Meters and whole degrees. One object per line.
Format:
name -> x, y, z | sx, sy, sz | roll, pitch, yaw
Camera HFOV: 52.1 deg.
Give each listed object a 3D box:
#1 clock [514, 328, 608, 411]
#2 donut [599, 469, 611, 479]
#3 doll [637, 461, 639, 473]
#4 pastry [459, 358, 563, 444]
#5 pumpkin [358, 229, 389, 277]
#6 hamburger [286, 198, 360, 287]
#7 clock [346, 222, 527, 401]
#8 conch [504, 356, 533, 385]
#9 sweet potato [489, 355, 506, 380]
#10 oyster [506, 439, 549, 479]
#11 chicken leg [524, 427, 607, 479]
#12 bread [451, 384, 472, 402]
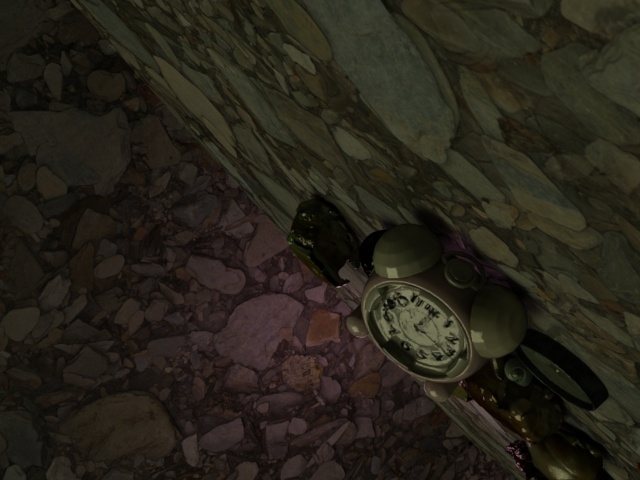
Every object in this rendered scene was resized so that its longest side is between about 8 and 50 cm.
clock -> 0.507, 0.279, 1.398 | 0.215, 0.042, 0.215 | 43, 171, 9
donut -> 0.772, 0.708, 2.010 | 0.270, 0.103, 0.269 | 43, 169, 10
doll -> 0.690, 0.470, 1.206 | 0.221, 0.143, 0.135 | 36, 141, 14
pastry -> 0.509, 0.424, 1.767 | 0.330, 0.136, 0.329 | 42, 173, 7
pumpkin -> 0.176, 0.060, 1.609 | 0.194, 0.150, 0.194 | 168, 90, -70
hamburger -> 0.000, 0.000, 2.020 | 0.192, 0.167, 0.288 | 34, 167, 45
clock -> 0.235, 0.149, 1.374 | 0.342, 0.184, 0.325 | 34, 144, 10
conch -> 0.492, 0.316, 1.604 | 0.076, 0.085, 0.056 | 38, 126, 7
sweet potato -> 0.401, 0.231, 1.638 | 0.249, 0.059, 0.069 | 55, 150, 10
oyster -> 0.776, 0.780, 2.260 | 0.221, 0.096, 0.361 | 34, -176, -1
chicken leg -> 0.641, 0.566, 1.891 | 0.201, 0.153, 0.429 | 63, 171, -27
bread -> 0.463, 0.430, 2.002 | 0.127, 0.152, 0.147 | 36, 174, -15
